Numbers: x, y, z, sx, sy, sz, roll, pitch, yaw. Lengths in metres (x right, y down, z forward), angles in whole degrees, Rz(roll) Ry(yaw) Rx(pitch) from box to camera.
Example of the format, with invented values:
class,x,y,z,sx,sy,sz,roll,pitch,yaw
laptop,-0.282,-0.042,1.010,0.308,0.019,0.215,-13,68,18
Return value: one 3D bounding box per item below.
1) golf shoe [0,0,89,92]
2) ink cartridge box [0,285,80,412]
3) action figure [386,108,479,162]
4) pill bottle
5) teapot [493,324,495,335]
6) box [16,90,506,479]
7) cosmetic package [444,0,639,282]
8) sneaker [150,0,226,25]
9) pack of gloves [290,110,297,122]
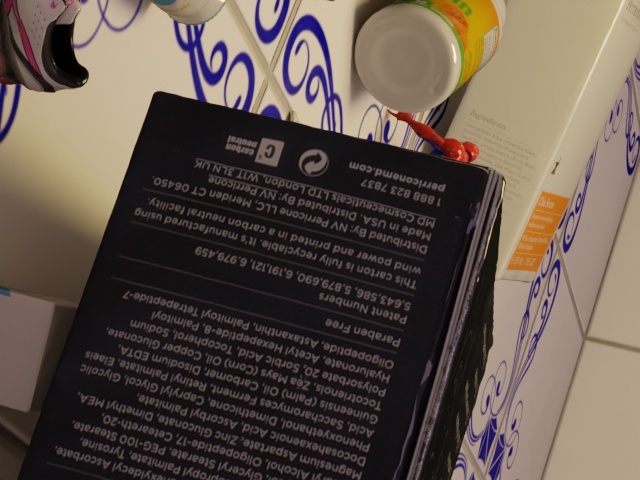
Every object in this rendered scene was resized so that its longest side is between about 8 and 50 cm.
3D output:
class,x,y,z,sx,sy,sz,roll,pitch,yaw
golf shoe,-0.215,-0.201,1.263,0.067,0.086,0.186,-50,145,-48
ink cartridge box,-0.235,0.090,1.372,0.143,0.092,0.090,17,86,-71
action figure,0.083,-0.083,2.126,0.280,0.139,0.091,-26,133,-36
pill bottle,0.150,-0.260,2.099,0.246,0.136,0.136,-42,140,-57
teapot,0.086,0.146,2.128,0.252,0.187,0.256,-53,-179,12
box,-0.044,0.201,1.409,0.480,0.297,0.472,78,27,-70
cosmetic package,0.307,-0.173,2.401,0.453,0.161,0.230,-67,160,7
sneaker,-0.102,-0.313,1.490,0.092,0.087,0.228,32,71,-66
pack of gloves,0.000,0.000,1.877,0.195,0.046,0.232,75,14,-48
